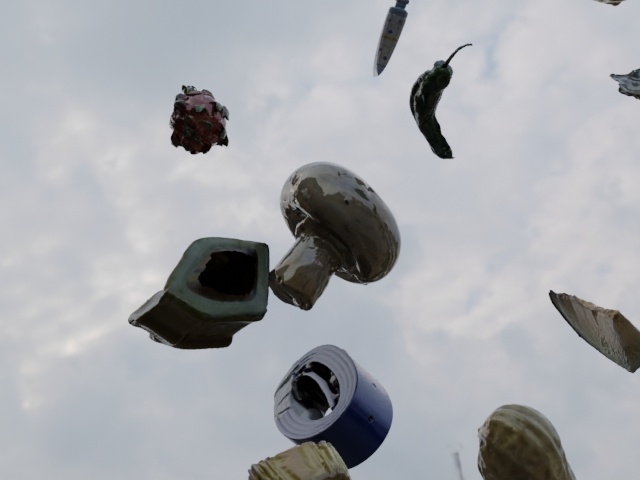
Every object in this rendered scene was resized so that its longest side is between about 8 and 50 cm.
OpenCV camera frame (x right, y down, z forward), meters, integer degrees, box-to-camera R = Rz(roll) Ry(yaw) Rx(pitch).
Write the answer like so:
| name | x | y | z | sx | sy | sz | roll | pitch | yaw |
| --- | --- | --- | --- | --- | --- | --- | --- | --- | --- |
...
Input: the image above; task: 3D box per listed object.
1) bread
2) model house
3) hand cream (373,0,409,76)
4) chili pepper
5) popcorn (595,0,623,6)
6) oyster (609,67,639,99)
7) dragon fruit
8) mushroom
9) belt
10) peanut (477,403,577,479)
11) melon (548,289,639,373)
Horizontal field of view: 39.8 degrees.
| name | x | y | z | sx | sy | sz | roll | pitch | yaw |
| --- | --- | --- | --- | --- | --- | --- | --- | --- | --- |
| bread | -0.009 | 0.450 | 1.320 | 0.153 | 0.288 | 0.119 | -17 | 15 | -18 |
| model house | -0.239 | 0.117 | 1.625 | 0.268 | 0.173 | 0.239 | 7 | -34 | -44 |
| hand cream | 0.144 | -0.425 | 1.851 | 0.043 | 0.170 | 0.065 | 20 | 7 | -7 |
| chili pepper | 0.256 | -0.309 | 1.958 | 0.122 | 0.065 | 0.278 | 11 | -52 | 10 |
| popcorn | 0.585 | -0.594 | 1.732 | 0.297 | 0.281 | 0.316 | -34 | -44 | 26 |
| oyster | 0.726 | -0.314 | 1.713 | 0.275 | 0.271 | 0.100 | -26 | -40 | 20 |
| dragon fruit | -0.285 | -0.282 | 2.037 | 0.135 | 0.236 | 0.137 | -1 | -63 | -21 |
| mushroom | 0.000 | 0.000 | 1.811 | 0.290 | 0.292 | 0.292 | -45 | -26 | -18 |
| belt | 0.021 | 0.339 | 1.802 | 0.117 | 0.347 | 0.212 | 42 | -94 | -18 |
| peanut | 0.353 | 0.406 | 1.493 | 0.153 | 0.140 | 0.325 | -2 | -49 | 27 |
| melon | 0.406 | 0.123 | 1.304 | 0.054 | 0.182 | 0.098 | -43 | -74 | -5 |
